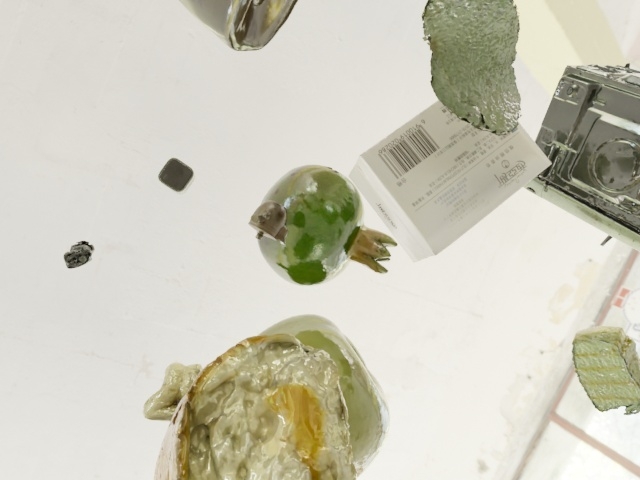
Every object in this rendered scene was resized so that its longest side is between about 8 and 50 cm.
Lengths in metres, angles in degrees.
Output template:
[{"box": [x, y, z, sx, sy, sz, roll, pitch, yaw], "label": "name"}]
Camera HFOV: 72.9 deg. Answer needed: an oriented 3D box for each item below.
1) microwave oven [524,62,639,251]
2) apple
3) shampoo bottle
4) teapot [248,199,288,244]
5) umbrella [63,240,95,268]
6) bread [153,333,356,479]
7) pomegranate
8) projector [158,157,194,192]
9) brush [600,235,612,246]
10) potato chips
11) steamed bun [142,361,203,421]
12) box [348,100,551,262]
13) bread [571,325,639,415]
[{"box": [0.704, -0.183, 0.963, 0.247, 0.394, 0.333, -13, -51, -26], "label": "microwave oven"}, {"box": [-0.052, 0.431, 1.131, 0.473, 0.473, 0.474, -14, -64, -31], "label": "apple"}, {"box": [-0.158, -0.354, 0.443, 0.125, 0.350, 0.084, -46, -12, 35], "label": "shampoo bottle"}, {"box": [-0.097, -0.036, 0.829, 0.080, 0.085, 0.110, -61, -11, -8], "label": "teapot"}, {"box": [-0.740, 0.039, 1.345, 0.080, 0.224, 0.071, -20, -82, -21], "label": "umbrella"}, {"box": [-0.144, 0.384, 0.710, 0.250, 0.361, 0.394, 14, -41, -26], "label": "bread"}, {"box": [0.000, 0.000, 1.053, 0.216, 0.358, 0.310, -54, -16, -43], "label": "pomegranate"}, {"box": [-0.422, -0.188, 1.278, 0.083, 0.082, 0.083, 35, -97, -12], "label": "projector"}, {"box": [0.824, -0.048, 1.181, 0.063, 0.016, 0.193, -41, -25, -39], "label": "brush"}, {"box": [0.220, -0.248, 0.583, 0.167, 0.059, 0.228, -30, -60, -13], "label": "potato chips"}, {"box": [-0.376, 0.411, 1.176, 0.172, 0.141, 0.155, 5, -114, -4], "label": "steamed bun"}, {"box": [0.220, -0.124, 0.757, 0.274, 0.116, 0.203, -37, -93, -11], "label": "box"}, {"box": [0.534, 0.225, 0.799, 0.110, 0.103, 0.156, -31, -78, -46], "label": "bread"}]
